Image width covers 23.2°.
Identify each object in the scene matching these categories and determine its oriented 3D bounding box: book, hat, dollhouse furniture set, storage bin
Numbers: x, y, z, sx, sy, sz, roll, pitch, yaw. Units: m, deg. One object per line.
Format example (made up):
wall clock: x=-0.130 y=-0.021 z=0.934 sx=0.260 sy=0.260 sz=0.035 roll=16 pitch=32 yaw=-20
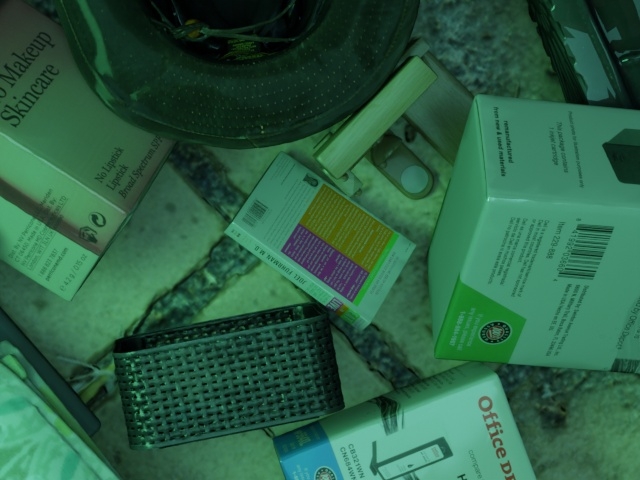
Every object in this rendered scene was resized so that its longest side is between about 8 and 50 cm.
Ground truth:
book: x=0.000 y=0.000 z=1.332 sx=0.144 sy=0.035 sz=0.096 roll=37 pitch=50 yaw=-6
hat: x=-0.071 y=-0.239 z=1.270 sx=0.331 sy=0.134 sz=0.331 roll=0 pitch=95 yaw=-1
dollhouse furniture set: x=0.083 y=-0.079 z=1.304 sx=0.123 sy=0.151 sz=0.144 roll=44 pitch=90 yaw=-7
storage bin: x=-0.078 y=0.112 z=1.311 sx=0.180 sy=0.122 sz=0.084 roll=-11 pitch=95 yaw=-5

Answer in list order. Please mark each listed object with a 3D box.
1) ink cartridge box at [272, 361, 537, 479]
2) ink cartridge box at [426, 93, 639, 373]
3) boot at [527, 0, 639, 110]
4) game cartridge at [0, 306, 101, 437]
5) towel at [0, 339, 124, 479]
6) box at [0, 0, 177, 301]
ink cartridge box: x=0.079 y=0.209 z=1.352 sx=0.203 sy=0.086 sz=0.148 roll=-21 pitch=95 yaw=-4
ink cartridge box: x=0.250 y=0.004 z=1.292 sx=0.289 sy=0.211 sz=0.121 roll=5 pitch=48 yaw=-7
boot: x=0.379 y=-0.305 z=1.316 sx=0.445 sy=0.146 sz=0.367 roll=-24 pitch=108 yaw=1
game cartridge: x=-0.362 y=0.181 z=1.321 sx=0.297 sy=0.062 sz=0.198 roll=-41 pitch=101 yaw=-2
towel: x=-0.282 y=0.282 z=1.160 sx=0.320 sy=0.090 sz=0.374 roll=48 pitch=52 yaw=3
box: x=-0.246 y=-0.089 z=1.249 sx=0.232 sy=0.148 sz=0.127 roll=33 pitch=132 yaw=-8
